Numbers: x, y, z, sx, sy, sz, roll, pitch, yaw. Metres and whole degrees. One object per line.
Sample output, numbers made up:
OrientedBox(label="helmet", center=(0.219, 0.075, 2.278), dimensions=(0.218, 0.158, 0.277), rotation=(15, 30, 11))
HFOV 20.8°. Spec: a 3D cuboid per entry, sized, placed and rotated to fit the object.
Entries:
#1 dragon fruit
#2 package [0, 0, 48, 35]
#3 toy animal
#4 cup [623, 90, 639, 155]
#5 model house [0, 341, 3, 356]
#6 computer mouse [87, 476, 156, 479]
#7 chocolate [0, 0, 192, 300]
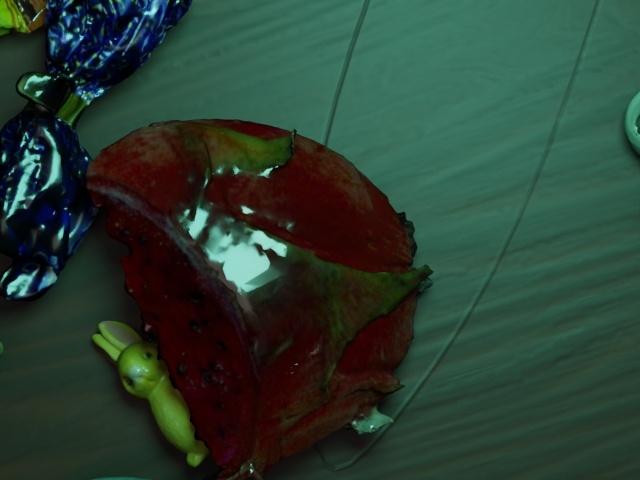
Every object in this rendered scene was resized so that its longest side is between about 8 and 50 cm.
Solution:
OrientedBox(label="dragon fruit", center=(-0.035, 0.027, 1.570), dimensions=(0.282, 0.100, 0.344), rotation=(-26, 92, -17))
OrientedBox(label="package", center=(-0.422, -0.237, 1.625), dimensions=(0.288, 0.108, 0.223), rotation=(-30, 90, -2))
OrientedBox(label="toy animal", center=(-0.154, 0.134, 1.633), dimensions=(0.159, 0.070, 0.083), rotation=(36, 83, 8))
OrientedBox(label="cup", center=(0.412, -0.103, 1.589), dimensions=(0.258, 0.186, 0.234), rotation=(29, 80, 29))
OrientedBox(label="model house", center=(-0.432, 0.072, 1.568), dimensions=(0.291, 0.253, 0.185), rotation=(2, 102, -16))
OrientedBox(label="computer mouse", center=(-0.099, 0.327, 1.599), dimensions=(0.370, 0.122, 0.188), rotation=(21, 96, -6))
OrientedBox(label="chocolate", center=(-0.239, -0.110, 1.609), dimensions=(0.126, 0.148, 0.343), rotation=(23, 90, 28))
